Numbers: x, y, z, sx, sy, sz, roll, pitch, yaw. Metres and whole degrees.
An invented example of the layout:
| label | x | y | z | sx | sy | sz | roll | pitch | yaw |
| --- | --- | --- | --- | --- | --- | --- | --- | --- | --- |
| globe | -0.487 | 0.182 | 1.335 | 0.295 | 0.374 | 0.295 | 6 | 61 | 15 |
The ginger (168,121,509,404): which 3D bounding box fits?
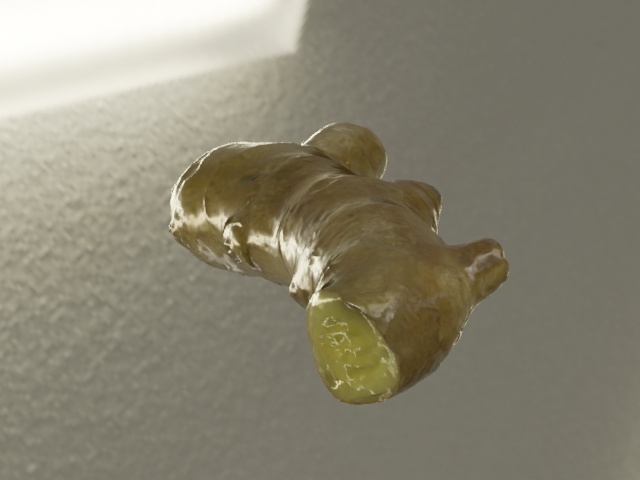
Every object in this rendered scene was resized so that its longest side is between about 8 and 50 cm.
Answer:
| label | x | y | z | sx | sy | sz | roll | pitch | yaw |
| --- | --- | --- | --- | --- | --- | --- | --- | --- | --- |
| ginger | 0.001 | 0.003 | 0.714 | 0.118 | 0.299 | 0.065 | -24 | -71 | -5 |
